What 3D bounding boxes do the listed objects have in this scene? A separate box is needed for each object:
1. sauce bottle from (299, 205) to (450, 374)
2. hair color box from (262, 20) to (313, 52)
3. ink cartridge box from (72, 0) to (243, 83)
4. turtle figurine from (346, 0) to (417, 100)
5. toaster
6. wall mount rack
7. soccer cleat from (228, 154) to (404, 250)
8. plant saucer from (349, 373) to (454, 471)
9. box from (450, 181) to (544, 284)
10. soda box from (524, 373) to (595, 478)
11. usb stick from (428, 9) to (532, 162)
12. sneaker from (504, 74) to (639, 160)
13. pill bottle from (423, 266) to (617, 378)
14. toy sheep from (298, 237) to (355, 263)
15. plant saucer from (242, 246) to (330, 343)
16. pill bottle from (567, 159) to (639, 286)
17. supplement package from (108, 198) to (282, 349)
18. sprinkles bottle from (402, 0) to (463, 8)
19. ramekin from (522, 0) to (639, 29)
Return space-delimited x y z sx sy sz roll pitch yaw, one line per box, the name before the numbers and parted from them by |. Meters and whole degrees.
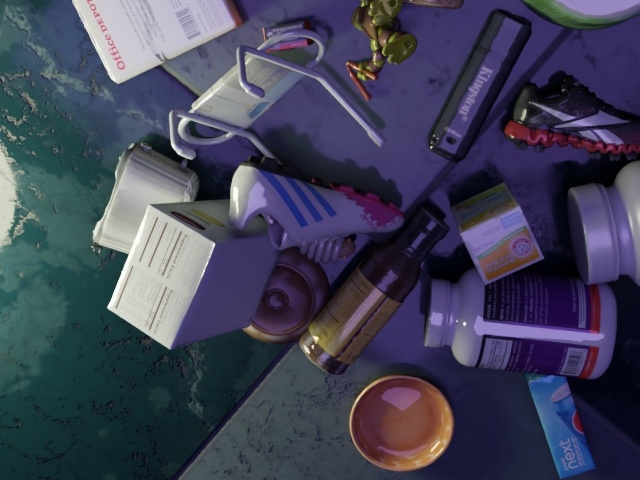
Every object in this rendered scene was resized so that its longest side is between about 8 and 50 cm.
sauce bottle | 0.104 0.090 1.893 0.111 0.111 0.344 39 102 -7
hair color box | -0.054 -0.349 1.770 0.072 0.141 0.043 -8 101 6
ink cartridge box | -0.280 -0.400 1.791 0.237 0.100 0.172 -24 102 8
turtle figurine | 0.098 -0.356 1.744 0.087 0.217 0.269 -12 110 -11
toaster | -0.313 -0.055 1.870 0.146 0.129 0.227 22 103 -5
wall mount rack | -0.076 -0.200 1.777 0.304 0.130 0.350 15 144 -38
soccer cleat | -0.011 -0.041 1.789 0.331 0.116 0.143 16 90 -27
plant saucer | 0.156 0.347 1.994 0.200 0.037 0.200 1 105 4
box | 0.304 -0.015 1.805 0.114 0.203 0.103 -25 102 9
soda box | 0.452 0.337 1.960 0.071 0.067 0.210 -19 103 8
usb stick | 0.279 -0.270 1.822 0.077 0.045 0.278 25 105 -4
sneaker | 0.464 -0.215 1.799 0.276 0.097 0.135 7 107 3
pill bottle | 0.352 0.144 1.857 0.323 0.181 0.181 6 105 2
toy sheep | 0.000 0.000 1.886 0.132 0.091 0.091 12 105 0
plant saucer | -0.081 0.106 1.946 0.199 0.036 0.198 1 104 3
pill bottle | 0.643 -0.039 1.768 0.408 0.229 0.229 -9 104 6
supplement package | -0.205 0.050 1.805 0.145 0.262 0.204 30 106 20
sprinkles bottle | 0.199 -0.568 1.711 0.121 0.121 0.355 7 105 1
ramekin | 0.458 -0.495 1.701 0.303 0.148 0.303 1 105 3
